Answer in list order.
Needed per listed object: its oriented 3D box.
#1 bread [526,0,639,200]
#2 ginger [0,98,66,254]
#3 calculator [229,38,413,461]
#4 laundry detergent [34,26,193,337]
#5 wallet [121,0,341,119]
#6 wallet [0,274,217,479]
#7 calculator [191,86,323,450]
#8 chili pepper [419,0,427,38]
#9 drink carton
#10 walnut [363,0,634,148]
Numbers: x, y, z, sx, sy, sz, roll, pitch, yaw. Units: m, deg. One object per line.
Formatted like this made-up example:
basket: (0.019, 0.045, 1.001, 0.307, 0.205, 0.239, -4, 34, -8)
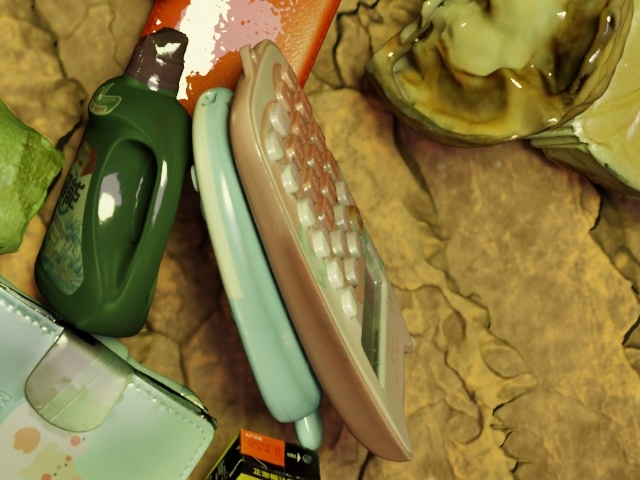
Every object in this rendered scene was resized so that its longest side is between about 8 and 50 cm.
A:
bread: (0.286, -0.145, 1.033, 0.192, 0.110, 0.209, 24, 86, -24)
ginger: (-0.314, -0.104, 0.851, 0.137, 0.089, 0.290, -38, 107, -1)
calculator: (0.000, 0.000, 0.894, 0.048, 0.220, 0.329, -16, 116, 14)
laundry detergent: (-0.140, -0.048, 0.864, 0.078, 0.144, 0.221, 13, 106, -35)
wallet: (-0.063, -0.182, 0.950, 0.142, 0.045, 0.204, 24, 87, -20)
wallet: (-0.223, 0.139, 0.904, 0.250, 0.075, 0.176, 37, 86, -18)
calculator: (-0.040, 0.027, 0.892, 0.042, 0.188, 0.302, -15, 119, 8)
chili pepper: (0.130, -0.237, 1.020, 0.045, 0.027, 0.178, 32, 84, -22)
drink carton: (-0.066, 0.222, 0.927, 0.071, 0.056, 0.165, 19, 126, -21)
walnut: (0.160, -0.182, 0.927, 0.141, 0.204, 0.238, 5, 106, -55)
